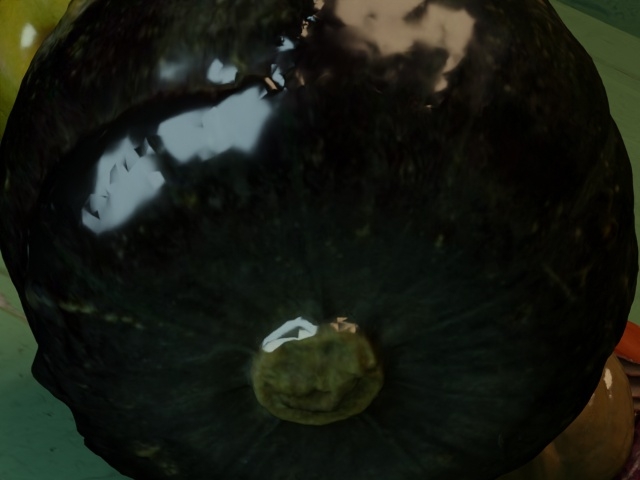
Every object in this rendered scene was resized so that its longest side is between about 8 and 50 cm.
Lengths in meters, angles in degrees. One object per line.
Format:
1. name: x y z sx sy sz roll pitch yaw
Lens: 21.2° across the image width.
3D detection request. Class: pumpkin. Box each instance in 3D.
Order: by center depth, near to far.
1. pumpkin: -0.004 -0.013 1.182 0.454 0.454 0.344 17 32 -10

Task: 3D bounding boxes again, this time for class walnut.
1. walnut: 0.177 0.135 1.393 0.166 0.166 0.149 31 -3 24

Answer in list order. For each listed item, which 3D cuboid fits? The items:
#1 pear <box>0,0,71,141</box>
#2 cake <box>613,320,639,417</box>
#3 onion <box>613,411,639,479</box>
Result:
1. pear: -0.184 -0.178 1.654 0.285 0.285 0.336 23 25 6
2. cake: 0.259 0.129 1.576 0.287 0.098 0.135 6 27 -44
3. onion: 0.402 0.221 1.399 0.348 0.159 0.267 32 27 28
